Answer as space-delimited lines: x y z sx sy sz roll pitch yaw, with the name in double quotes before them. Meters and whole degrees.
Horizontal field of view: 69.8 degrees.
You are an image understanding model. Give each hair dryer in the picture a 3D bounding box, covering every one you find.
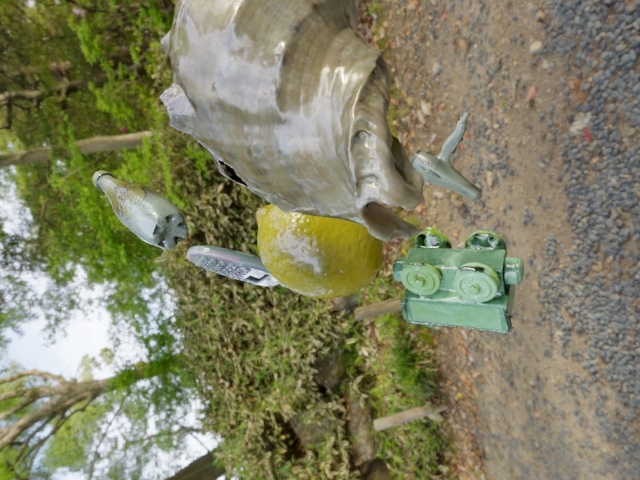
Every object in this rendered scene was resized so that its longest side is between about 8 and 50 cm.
"hair dryer" 0.401 -0.219 1.325 0.219 0.088 0.225 52 126 2

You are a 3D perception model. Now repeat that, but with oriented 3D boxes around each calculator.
"calculator" -0.189 0.070 1.167 0.185 0.298 0.041 147 137 -64

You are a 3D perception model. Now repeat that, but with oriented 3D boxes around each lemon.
"lemon" 0.001 0.000 0.972 0.267 0.267 0.267 164 90 -82

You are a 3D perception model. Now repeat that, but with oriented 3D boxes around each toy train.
"toy train" 0.294 0.087 0.992 0.159 0.271 0.188 -56 -44 -44

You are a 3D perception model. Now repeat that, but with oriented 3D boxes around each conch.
"conch" -0.025 -0.120 0.424 0.263 0.186 0.324 47 -153 -57

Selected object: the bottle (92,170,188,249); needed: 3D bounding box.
"bottle" -0.345 -0.071 0.847 0.269 0.083 0.083 32 146 34
